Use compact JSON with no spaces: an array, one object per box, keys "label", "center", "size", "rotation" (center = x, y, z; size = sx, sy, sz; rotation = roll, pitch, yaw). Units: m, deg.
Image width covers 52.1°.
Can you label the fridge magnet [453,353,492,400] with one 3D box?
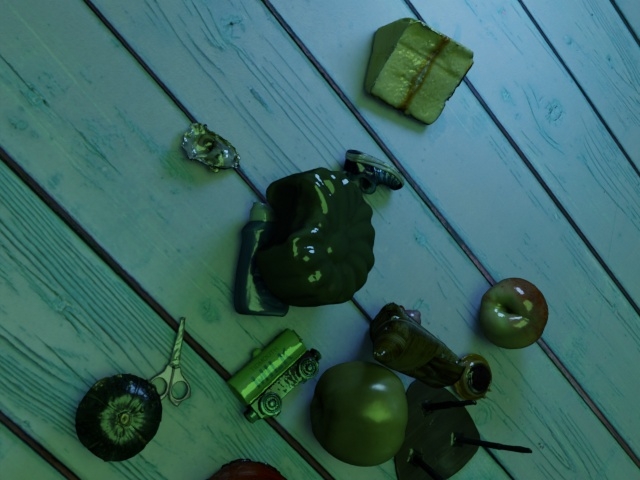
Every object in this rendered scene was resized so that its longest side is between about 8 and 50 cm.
[{"label":"fridge magnet","center":[0.459,0.412,1.963],"size":[0.142,0.063,0.143],"rotation":[1,88,-27]}]

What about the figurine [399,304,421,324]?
[{"label":"figurine","center":[0.251,0.234,1.873],"size":[0.071,0.067,0.083],"rotation":[19,92,-4]}]

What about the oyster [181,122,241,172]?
[{"label":"oyster","center":[-0.274,-0.221,1.655],"size":[0.165,0.053,0.109],"rotation":[29,54,-15]}]

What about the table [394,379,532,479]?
[{"label":"table","center":[0.377,0.541,1.802],"size":[0.317,0.249,0.318],"rotation":[3,84,-27]}]

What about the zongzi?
[{"label":"zongzi","center":[0.247,0.313,1.706],"size":[0.285,0.288,0.134],"rotation":[36,104,0]}]

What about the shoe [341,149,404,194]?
[{"label":"shoe","center":[0.145,-0.183,1.858],"size":[0.207,0.091,0.106],"rotation":[17,99,-29]}]

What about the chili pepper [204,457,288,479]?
[{"label":"chili pepper","center":[-0.149,0.623,1.498],"size":[0.251,0.305,0.229],"rotation":[24,68,-13]}]

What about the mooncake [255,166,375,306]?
[{"label":"mooncake","center":[0.000,0.000,1.643],"size":[0.351,0.187,0.352],"rotation":[15,70,-51]}]

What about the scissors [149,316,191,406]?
[{"label":"scissors","center":[-0.352,0.290,1.579],"size":[0.110,0.021,0.213],"rotation":[13,79,-22]}]

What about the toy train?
[{"label":"toy train","center":[-0.118,0.336,1.661],"size":[0.253,0.105,0.157],"rotation":[-40,89,-25]}]

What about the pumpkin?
[{"label":"pumpkin","center":[-0.445,0.389,1.451],"size":[0.190,0.146,0.191],"rotation":[18,55,-27]}]

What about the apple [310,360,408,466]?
[{"label":"apple","center":[0.102,0.437,1.671],"size":[0.262,0.262,0.263],"rotation":[3,83,-27]}]

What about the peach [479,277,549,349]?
[{"label":"peach","center":[0.587,0.226,1.991],"size":[0.232,0.232,0.233],"rotation":[3,83,-27]}]

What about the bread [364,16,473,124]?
[{"label":"bread","center":[0.289,-0.485,1.904],"size":[0.263,0.198,0.236],"rotation":[20,82,-26]}]

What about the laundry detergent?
[{"label":"laundry detergent","center":[-0.144,0.048,1.670],"size":[0.143,0.094,0.290],"rotation":[6,83,-30]}]
